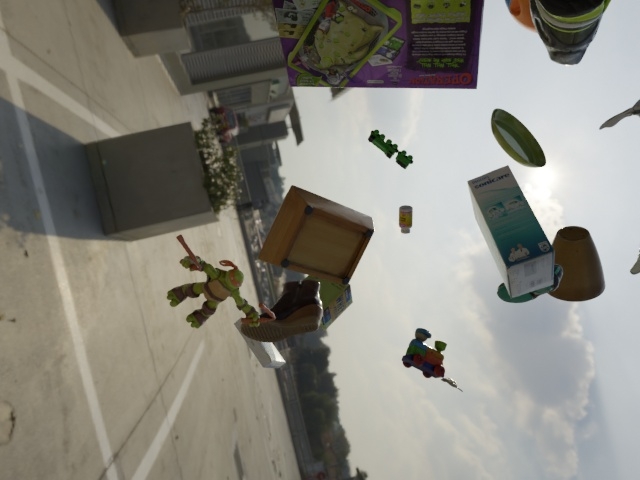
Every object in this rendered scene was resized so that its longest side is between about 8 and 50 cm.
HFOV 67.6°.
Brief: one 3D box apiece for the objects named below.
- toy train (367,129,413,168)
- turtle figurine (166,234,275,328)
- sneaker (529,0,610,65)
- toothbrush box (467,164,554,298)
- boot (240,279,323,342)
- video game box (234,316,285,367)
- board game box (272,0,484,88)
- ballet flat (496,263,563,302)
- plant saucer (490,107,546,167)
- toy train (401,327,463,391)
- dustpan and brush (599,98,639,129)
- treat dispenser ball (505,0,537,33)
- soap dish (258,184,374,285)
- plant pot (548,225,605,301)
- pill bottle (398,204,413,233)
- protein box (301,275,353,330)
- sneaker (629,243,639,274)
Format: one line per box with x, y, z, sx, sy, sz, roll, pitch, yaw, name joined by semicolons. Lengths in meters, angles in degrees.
0.108;-0.142;0.743;0.083;0.024;0.017;39;-20;9;toy train
-0.235;0.097;1.020;0.269;0.217;0.087;43;40;-23;turtle figurine
0.330;-0.372;0.664;0.121;0.110;0.300;62;36;-57;sneaker
0.529;-0.023;1.336;0.216;0.126;0.296;52;21;-53;toothbrush box
-0.116;0.210;1.477;0.207;0.248;0.090;-93;178;-57;boot
-0.230;0.396;1.831;0.205;0.048;0.187;51;-3;20;video game box
0.093;-0.359;0.804;0.056;0.346;0.208;-65;155;-43;board game box
0.671;0.135;1.516;0.095;0.096;0.280;45;-18;2;ballet flat
0.624;-0.319;1.527;0.037;0.240;0.241;-45;-128;42;plant saucer
0.431;0.434;1.748;0.144;0.247;0.105;-65;-172;-25;toy train
0.759;-0.312;1.115;0.060;0.147;0.211;39;-36;0;dustpan and brush
0.659;-0.725;1.321;0.288;0.287;0.289;167;-90;-83;treat dispenser ball
0.000;0.000;1.352;0.229;0.290;0.118;-64;-148;12;soap dish
1.030;0.077;1.946;0.237;0.236;0.255;-116;-171;-61;plant pot
0.264;-0.064;1.481;0.043;0.043;0.084;-118;-159;-64;pill bottle
0.006;0.262;2.186;0.199;0.201;0.136;29;-34;33;protein box
0.842;0.023;1.225;0.061;0.152;0.053;42;6;22;sneaker
